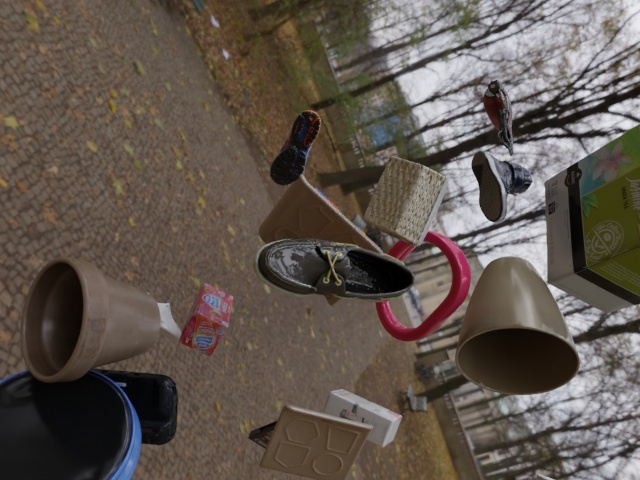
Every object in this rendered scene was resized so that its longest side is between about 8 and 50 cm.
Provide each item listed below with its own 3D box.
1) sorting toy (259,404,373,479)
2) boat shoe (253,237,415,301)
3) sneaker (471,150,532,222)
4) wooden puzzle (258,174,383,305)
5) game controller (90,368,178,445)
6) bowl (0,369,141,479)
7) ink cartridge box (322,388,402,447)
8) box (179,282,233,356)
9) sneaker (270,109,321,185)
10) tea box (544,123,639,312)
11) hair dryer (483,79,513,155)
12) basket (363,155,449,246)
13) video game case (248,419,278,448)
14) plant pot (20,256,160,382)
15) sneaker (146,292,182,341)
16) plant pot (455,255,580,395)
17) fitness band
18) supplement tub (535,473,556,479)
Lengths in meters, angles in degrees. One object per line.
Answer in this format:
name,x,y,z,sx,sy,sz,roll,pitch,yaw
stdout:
sorting toy,-0.012,0.433,1.095,0.038,0.192,0.208,-89,-161,-60
boat shoe,0.024,0.038,0.696,0.068,0.227,0.081,-20,-116,57
sneaker,0.504,-0.131,1.384,0.163,0.086,0.227,16,54,-22
wooden puzzle,0.000,0.000,1.557,0.348,0.322,0.080,46,48,2
game controller,-0.500,0.410,1.280,0.067,0.318,0.167,42,50,-70
bowl,-0.586,0.433,1.094,0.391,0.390,0.077,-100,-159,-49
ink cartridge box,0.132,0.563,1.645,0.092,0.217,0.158,-68,157,-5
box,-0.391,0.268,1.783,0.122,0.128,0.257,28,13,-13
sneaker,-0.059,-0.238,1.331,0.083,0.221,0.087,30,25,-9
tea box,0.740,-0.049,1.232,0.219,0.323,0.329,25,56,-18
hair dryer,0.549,-0.367,1.588,0.293,0.080,0.224,-19,101,-63
basket,0.181,-0.089,1.113,0.103,0.167,0.113,21,4,-45
video game case,-0.071,0.699,1.752,0.274,0.248,0.035,38,44,-17
plant pot,-0.493,0.180,1.155,0.229,0.263,0.263,16,50,-52
sneaker,-0.539,0.265,1.779,0.212,0.080,0.094,46,52,-22
plant pot,0.456,0.177,1.219,0.274,0.256,0.257,-72,146,-44
fitness band,0.228,0.109,1.216,0.054,0.291,0.209,-6,51,-43
supplement tub,0.494,0.577,1.122,0.071,0.070,0.107,47,61,-69
